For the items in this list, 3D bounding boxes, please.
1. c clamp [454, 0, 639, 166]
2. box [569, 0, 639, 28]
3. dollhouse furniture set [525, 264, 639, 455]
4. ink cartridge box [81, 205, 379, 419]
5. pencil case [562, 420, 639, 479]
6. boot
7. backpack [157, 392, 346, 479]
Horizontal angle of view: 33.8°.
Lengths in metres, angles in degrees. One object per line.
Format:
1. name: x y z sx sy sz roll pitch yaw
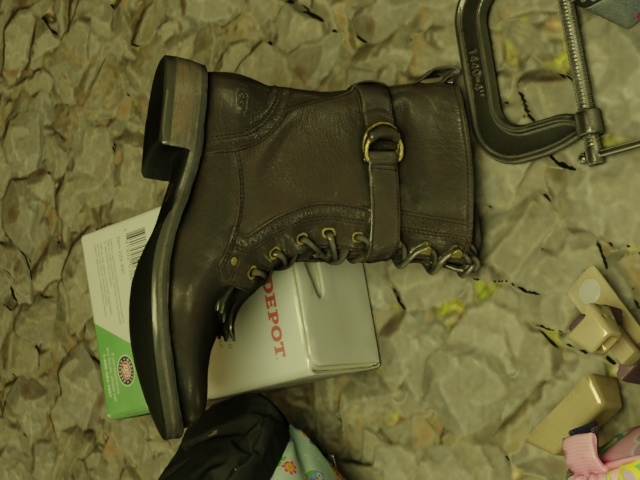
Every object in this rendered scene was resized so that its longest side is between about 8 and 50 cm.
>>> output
1. c clamp: 0.152 -0.118 0.694 0.137 0.022 0.160 -22 76 40
2. box: 0.210 -0.259 0.579 0.247 0.142 0.163 -36 68 32
3. dollhouse furniture set: 0.147 0.071 0.656 0.114 0.091 0.081 -54 43 26
4. ink cartridge box: -0.073 0.044 0.811 0.212 0.093 0.154 -18 77 37
5. pencil case: 0.211 0.234 0.562 0.124 0.124 0.284 -19 78 35
6. boot: 0.000 0.000 0.681 0.091 0.229 0.262 164 111 -70
7. backpack: -0.031 0.213 0.725 0.115 0.152 0.182 -19 112 40
